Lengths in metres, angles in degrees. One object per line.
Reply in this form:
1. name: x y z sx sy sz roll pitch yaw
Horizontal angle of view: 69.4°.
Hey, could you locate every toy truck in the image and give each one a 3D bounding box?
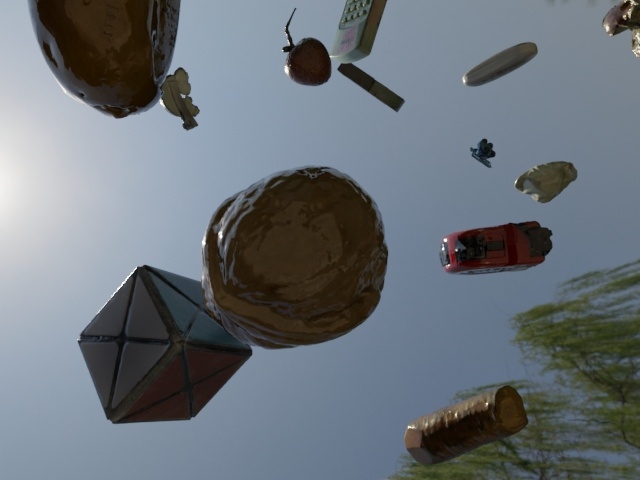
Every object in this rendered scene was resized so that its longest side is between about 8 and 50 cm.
1. toy truck: 0.645 -0.334 1.791 0.136 0.074 0.063 23 -130 -32

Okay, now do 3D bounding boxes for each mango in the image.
1. mango: -0.219 -0.257 0.483 0.151 0.248 0.156 3 -157 -32

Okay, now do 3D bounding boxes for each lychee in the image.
1. lychee: -0.035 -0.400 1.010 0.140 0.101 0.114 39 -99 11

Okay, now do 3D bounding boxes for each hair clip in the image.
1. hair clip: -0.401 -0.401 1.320 0.116 0.049 0.172 -39 -67 -51

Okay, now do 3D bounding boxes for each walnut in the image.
1. walnut: -0.041 0.028 0.750 0.333 0.333 0.333 10 -117 -21

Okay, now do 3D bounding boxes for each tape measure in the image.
1. tape measure: 0.448 0.025 1.222 0.260 0.253 0.114 -5 -100 14

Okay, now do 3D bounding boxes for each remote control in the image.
1. remote control: 0.121 -0.630 1.191 0.050 0.145 0.344 17 -90 -33

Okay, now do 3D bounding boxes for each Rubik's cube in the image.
1. Rubik's cube: -0.361 0.243 1.084 0.260 0.255 0.259 46 -173 30

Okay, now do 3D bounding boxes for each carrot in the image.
1. carrot: 0.325 0.435 1.071 0.114 0.302 0.114 27 -139 -27

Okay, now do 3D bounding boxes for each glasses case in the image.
1. glasses case: 0.450 -0.442 1.170 0.074 0.193 0.049 -10 -93 -38

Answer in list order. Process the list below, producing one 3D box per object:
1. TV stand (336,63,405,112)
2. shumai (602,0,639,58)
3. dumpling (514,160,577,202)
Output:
1. TV stand: 0.171 -0.527 1.572 0.256 0.049 0.040 39 -166 13
2. shumai: 0.848 -0.585 1.193 0.153 0.161 0.209 20 -89 -9
3. dumpling: 0.718 -0.178 1.482 0.169 0.134 0.100 -29 -141 -1
